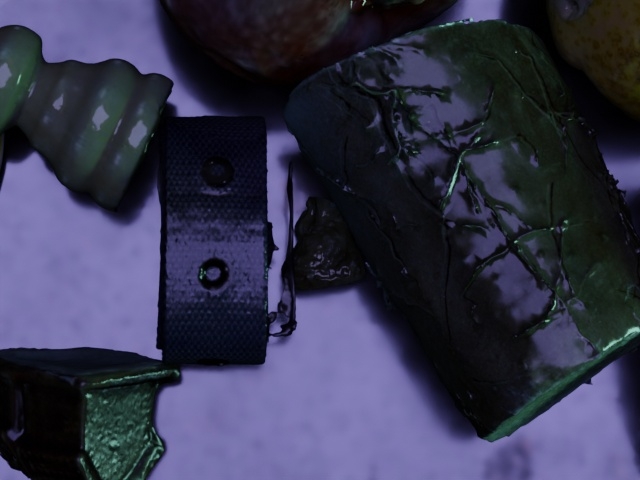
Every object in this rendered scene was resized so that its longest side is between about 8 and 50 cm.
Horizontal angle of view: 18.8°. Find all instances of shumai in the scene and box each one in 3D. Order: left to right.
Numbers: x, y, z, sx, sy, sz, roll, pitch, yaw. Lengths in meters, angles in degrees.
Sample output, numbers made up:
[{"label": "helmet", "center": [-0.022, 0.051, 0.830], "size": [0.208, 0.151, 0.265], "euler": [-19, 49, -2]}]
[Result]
[{"label": "shumai", "center": [0.000, 0.000, 1.779], "size": [0.082, 0.083, 0.080], "euler": [-22, 108, -41]}]

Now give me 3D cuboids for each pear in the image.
[{"label": "pear", "center": [0.327, -0.234, 1.735], "size": [0.271, 0.271, 0.271], "euler": [0, 84, -3]}]

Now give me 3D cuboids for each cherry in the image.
[{"label": "cherry", "center": [-0.002, -0.309, 1.709], "size": [0.326, 0.291, 0.335], "euler": [-13, 70, 13]}]

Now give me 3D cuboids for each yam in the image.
[{"label": "yam", "center": [0.146, -0.016, 1.705], "size": [0.241, 0.241, 0.348], "euler": [-28, 82, -5]}]

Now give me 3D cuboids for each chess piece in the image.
[{"label": "chess piece", "center": [-0.265, -0.134, 1.742], "size": [0.243, 0.133, 0.133], "euler": [25, 83, -7]}]

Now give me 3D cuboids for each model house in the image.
[{"label": "model house", "center": [-0.226, 0.176, 1.751], "size": [0.165, 0.106, 0.152], "euler": [7, 96, 33]}]

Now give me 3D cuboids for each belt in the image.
[{"label": "belt", "center": [-0.086, -0.001, 1.747], "size": [0.126, 0.139, 0.230], "euler": [0, 75, -5]}]

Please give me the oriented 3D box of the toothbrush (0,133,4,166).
[{"label": "toothbrush", "center": [-0.307, -0.069, 1.802], "size": [0.022, 0.026, 0.263], "euler": [7, 87, -2]}]
